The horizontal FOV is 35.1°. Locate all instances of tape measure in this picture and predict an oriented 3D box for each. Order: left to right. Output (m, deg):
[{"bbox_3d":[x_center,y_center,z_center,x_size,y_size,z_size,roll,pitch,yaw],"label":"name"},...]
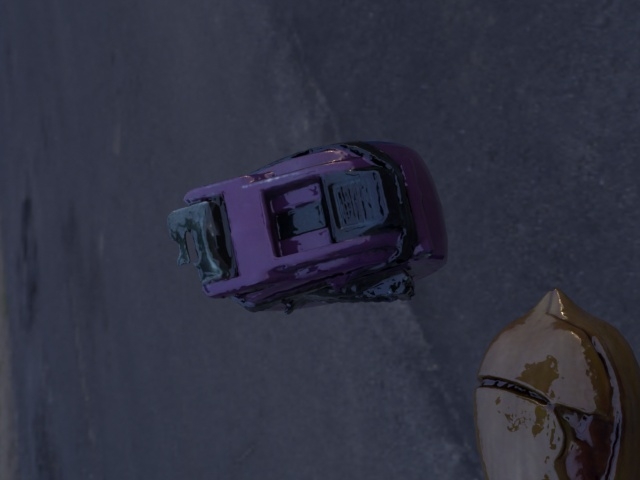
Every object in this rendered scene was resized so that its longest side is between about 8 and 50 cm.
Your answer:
[{"bbox_3d":[0.000,0.000,0.990,0.231,0.245,0.149,37,-141,-73],"label":"tape measure"}]

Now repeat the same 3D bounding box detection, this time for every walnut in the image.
[{"bbox_3d":[0.271,0.203,1.147,0.203,0.203,0.298,162,105,-65],"label":"walnut"}]
